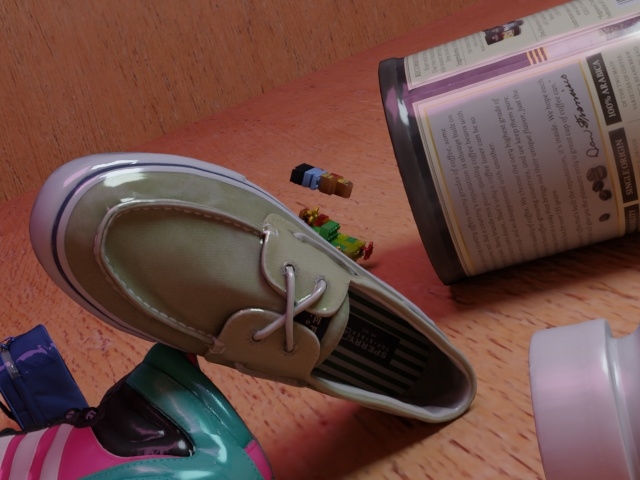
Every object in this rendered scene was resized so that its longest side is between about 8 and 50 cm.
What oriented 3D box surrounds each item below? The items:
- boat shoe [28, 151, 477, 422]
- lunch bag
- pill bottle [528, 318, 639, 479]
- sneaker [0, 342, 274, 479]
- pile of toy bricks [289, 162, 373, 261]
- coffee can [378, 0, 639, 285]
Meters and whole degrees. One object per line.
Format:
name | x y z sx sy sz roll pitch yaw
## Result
boat shoe | -0.018 0.033 0.493 0.094 0.302 0.109 21 88 53
lunch bag | -0.250 0.125 0.722 0.065 0.098 0.067 -30 25 -19
pill bottle | 0.209 0.068 0.348 0.221 0.121 0.121 -13 19 21
sneaker | -0.142 0.138 0.518 0.295 0.124 0.178 4 35 37
pile of toy bricks | 0.000 0.000 0.838 0.105 0.118 0.212 21 22 15
coffee can | 0.209 -0.093 0.688 0.275 0.202 0.201 -16 18 13
